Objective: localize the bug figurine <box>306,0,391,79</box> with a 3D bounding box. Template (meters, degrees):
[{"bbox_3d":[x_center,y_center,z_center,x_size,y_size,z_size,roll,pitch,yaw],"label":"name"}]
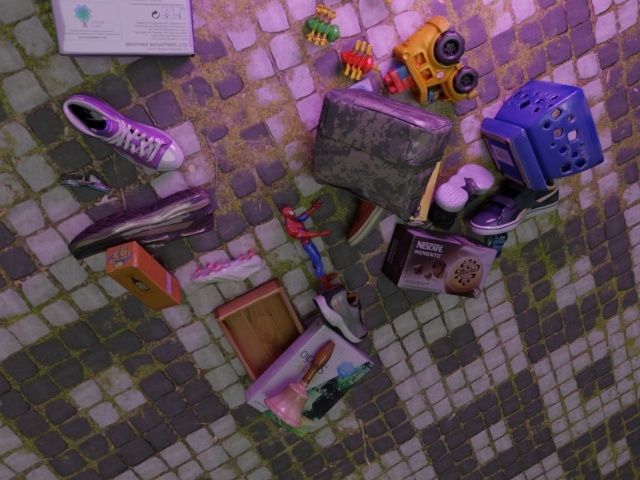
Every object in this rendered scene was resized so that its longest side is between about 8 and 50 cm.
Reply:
[{"bbox_3d":[0.088,-0.556,1.168,0.217,0.072,0.278,20,107,-16],"label":"bug figurine"}]

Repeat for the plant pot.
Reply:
[{"bbox_3d":[0.609,-0.289,1.339,0.212,0.236,0.235,-33,115,4],"label":"plant pot"}]

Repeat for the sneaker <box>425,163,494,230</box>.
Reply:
[{"bbox_3d":[0.400,-0.123,1.397,0.269,0.101,0.153,-31,158,-37],"label":"sneaker"}]

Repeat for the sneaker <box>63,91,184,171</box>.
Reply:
[{"bbox_3d":[-0.444,-0.231,1.075,0.282,0.161,0.102,27,98,-24],"label":"sneaker"}]

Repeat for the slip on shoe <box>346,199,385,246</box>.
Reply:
[{"bbox_3d":[0.155,-0.133,1.328,0.101,0.123,0.331,30,107,11],"label":"slip on shoe"}]

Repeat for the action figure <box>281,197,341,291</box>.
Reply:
[{"bbox_3d":[0.000,0.000,1.328,0.139,0.091,0.280,-34,116,4],"label":"action figure"}]

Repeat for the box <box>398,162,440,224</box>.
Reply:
[{"bbox_3d":[0.284,-0.167,1.356,0.058,0.087,0.232,6,108,-18],"label":"box"}]

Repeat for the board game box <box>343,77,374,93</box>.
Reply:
[{"bbox_3d":[0.102,-0.373,1.264,0.090,0.020,0.090,-29,115,-6],"label":"board game box"}]

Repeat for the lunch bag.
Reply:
[{"bbox_3d":[0.135,-0.213,1.165,0.213,0.305,0.255,-27,138,-54],"label":"lunch bag"}]

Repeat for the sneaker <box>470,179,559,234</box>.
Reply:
[{"bbox_3d":[0.590,-0.122,1.445,0.322,0.126,0.127,-22,118,-20],"label":"sneaker"}]

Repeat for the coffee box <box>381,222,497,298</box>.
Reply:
[{"bbox_3d":[0.359,0.064,1.441,0.298,0.119,0.167,11,106,-20],"label":"coffee box"}]

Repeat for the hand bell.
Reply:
[{"bbox_3d":[-0.034,0.384,1.318,0.126,0.126,0.242,41,82,-25],"label":"hand bell"}]

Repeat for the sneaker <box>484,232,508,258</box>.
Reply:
[{"bbox_3d":[0.565,-0.003,1.513,0.053,0.059,0.144,-14,113,-14],"label":"sneaker"}]

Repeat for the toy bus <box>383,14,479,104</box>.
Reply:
[{"bbox_3d":[0.279,-0.435,1.239,0.212,0.149,0.220,-32,118,10],"label":"toy bus"}]

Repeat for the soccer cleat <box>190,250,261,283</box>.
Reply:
[{"bbox_3d":[-0.254,0.092,1.297,0.197,0.068,0.076,-18,116,-13],"label":"soccer cleat"}]

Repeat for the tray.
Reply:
[{"bbox_3d":[-0.132,0.332,1.414,0.203,0.076,0.410,-26,115,-7],"label":"tray"}]

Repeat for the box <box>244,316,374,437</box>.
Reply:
[{"bbox_3d":[-0.031,0.410,1.400,0.322,0.058,0.232,-46,115,4],"label":"box"}]

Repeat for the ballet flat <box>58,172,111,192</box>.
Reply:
[{"bbox_3d":[-0.564,-0.142,1.136,0.115,0.041,0.041,8,106,-20],"label":"ballet flat"}]

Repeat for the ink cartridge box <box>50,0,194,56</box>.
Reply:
[{"bbox_3d":[-0.409,-0.585,0.965,0.270,0.151,0.394,-6,112,-15],"label":"ink cartridge box"}]

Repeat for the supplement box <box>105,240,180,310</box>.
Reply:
[{"bbox_3d":[-0.432,0.094,1.168,0.078,0.080,0.233,-14,150,3],"label":"supplement box"}]

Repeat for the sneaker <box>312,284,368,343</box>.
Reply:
[{"bbox_3d":[0.086,0.218,1.386,0.108,0.100,0.271,-37,139,4],"label":"sneaker"}]

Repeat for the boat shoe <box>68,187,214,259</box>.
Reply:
[{"bbox_3d":[-0.430,-0.014,1.170,0.356,0.132,0.130,-20,113,-8],"label":"boat shoe"}]
